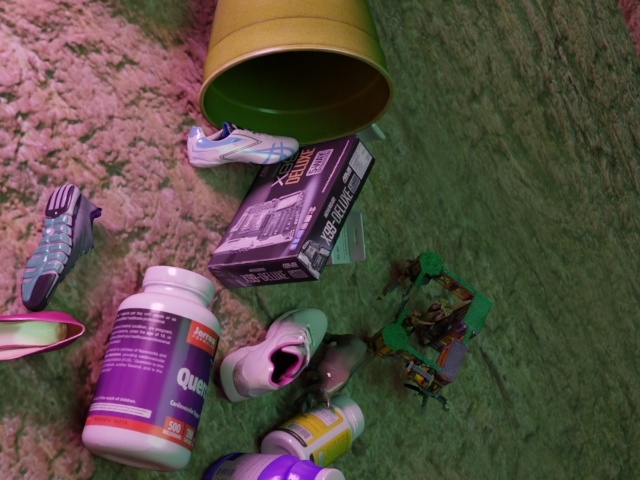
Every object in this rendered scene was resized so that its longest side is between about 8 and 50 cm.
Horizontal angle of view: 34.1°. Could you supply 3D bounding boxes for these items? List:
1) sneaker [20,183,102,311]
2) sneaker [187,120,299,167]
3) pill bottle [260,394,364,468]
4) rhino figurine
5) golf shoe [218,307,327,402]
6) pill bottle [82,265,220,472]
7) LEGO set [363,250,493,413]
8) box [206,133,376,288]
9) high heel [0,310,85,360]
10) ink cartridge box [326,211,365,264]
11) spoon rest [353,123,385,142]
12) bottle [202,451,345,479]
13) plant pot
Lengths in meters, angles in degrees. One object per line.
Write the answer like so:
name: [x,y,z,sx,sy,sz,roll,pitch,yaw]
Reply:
sneaker: [-0.412,0.023,1.709,0.098,0.083,0.224,37,57,-45]
sneaker: [-0.143,-0.187,2.004,0.237,0.085,0.086,-6,107,-32]
pill bottle: [-0.011,0.394,2.076,0.208,0.119,0.119,-25,103,-47]
rhino figurine: [0.017,0.272,2.114,0.243,0.106,0.073,-52,128,-48]
golf shoe: [-0.059,0.221,2.034,0.306,0.140,0.115,-37,111,-47]
pill bottle: [-0.274,0.214,1.757,0.181,0.181,0.323,32,62,-41]
LEGO set: [0.227,0.209,2.372,0.255,0.192,0.331,28,57,-10]
box: [-0.054,-0.054,2.001,0.076,0.242,0.307,49,52,-32]
high heel: [-0.482,0.152,1.580,0.244,0.117,0.082,0,85,-49]
ink cartridge box: [0.000,0.000,2.099,0.060,0.180,0.104,-2,86,-49]
spoon rest: [0.035,-0.139,2.252,0.137,0.084,0.276,49,65,-31]
bottle: [-0.081,0.437,1.866,0.118,0.283,0.092,-32,108,-47]
plant pot: [-0.057,-0.421,2.010,0.366,0.366,0.353,19,58,-45]
